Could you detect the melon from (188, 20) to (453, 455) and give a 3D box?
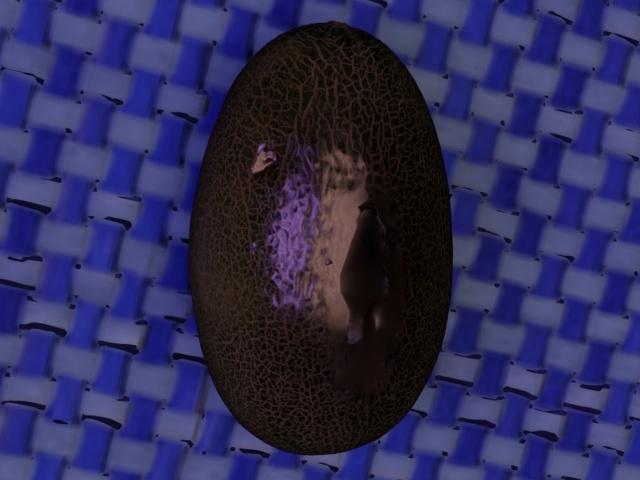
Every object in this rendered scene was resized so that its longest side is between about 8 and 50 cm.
[{"bbox_3d":[0.000,0.000,0.574,0.099,0.099,0.162,-3,100,-15],"label":"melon"}]
